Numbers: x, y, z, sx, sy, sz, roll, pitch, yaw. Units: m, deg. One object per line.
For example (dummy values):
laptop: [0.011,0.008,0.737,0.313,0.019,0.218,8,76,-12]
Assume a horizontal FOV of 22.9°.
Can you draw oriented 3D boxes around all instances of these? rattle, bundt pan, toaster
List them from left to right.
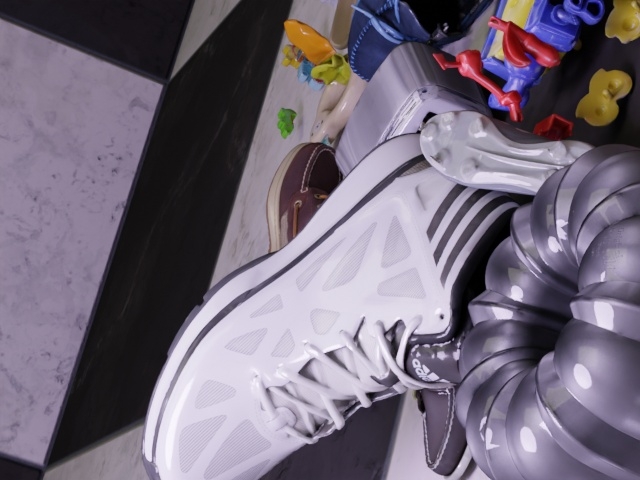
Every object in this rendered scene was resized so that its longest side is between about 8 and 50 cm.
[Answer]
rattle: [-0.014,-0.199,2.293,0.130,0.143,0.200,23,86,55]
toaster: [0.114,-0.122,1.805,0.227,0.129,0.146,-59,22,22]
bundt pan: [0.213,0.068,1.257,0.331,0.124,0.331,-159,90,-75]

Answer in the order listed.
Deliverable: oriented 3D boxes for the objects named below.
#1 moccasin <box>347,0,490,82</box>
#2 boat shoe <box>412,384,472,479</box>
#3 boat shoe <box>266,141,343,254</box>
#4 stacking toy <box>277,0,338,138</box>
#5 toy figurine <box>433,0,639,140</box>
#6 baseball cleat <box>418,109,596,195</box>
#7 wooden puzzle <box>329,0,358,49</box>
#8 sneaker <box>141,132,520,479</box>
moccasin: [0.128,-0.295,1.955,0.342,0.137,0.117,129,152,-48]
boat shoe: [0.121,0.130,1.562,0.081,0.068,0.228,-49,25,49]
boat shoe: [0.000,0.000,2.079,0.123,0.123,0.342,-17,41,31]
stacking toy: [-0.011,-0.290,2.551,0.167,0.052,0.221,124,157,-43]
toy figurine: [0.209,-0.260,1.583,0.217,0.191,0.362,149,141,-72]
baseball cleat: [0.188,-0.064,1.450,0.206,0.109,0.072,22,88,41]
wooden puzzle: [0.104,-0.417,2.357,0.238,0.044,0.221,-34,37,56]
sneaker: [0.023,0.105,1.480,0.447,0.169,0.257,-49,32,-1]
